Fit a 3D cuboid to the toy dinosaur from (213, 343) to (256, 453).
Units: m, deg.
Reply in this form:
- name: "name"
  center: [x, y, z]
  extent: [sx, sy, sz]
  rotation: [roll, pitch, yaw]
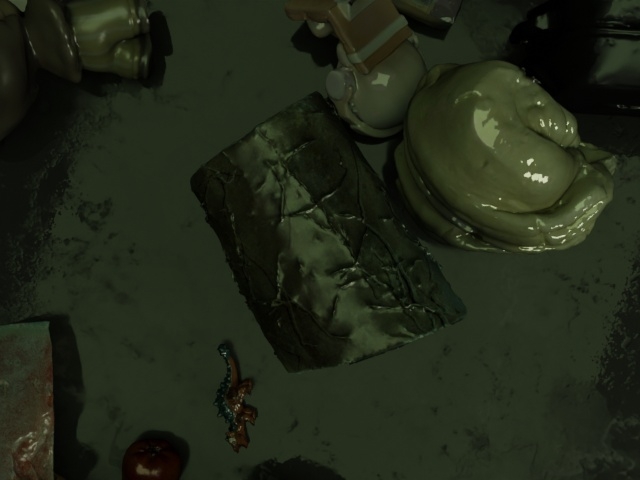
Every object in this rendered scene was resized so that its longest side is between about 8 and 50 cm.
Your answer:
- name: "toy dinosaur"
  center: [-0.118, 0.214, 1.465]
  extent: [0.055, 0.049, 0.154]
  rotation: [-9, 95, 4]

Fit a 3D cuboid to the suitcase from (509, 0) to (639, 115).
- name: "suitcase"
  center: [0.409, -0.228, 1.314]
  extent: [0.340, 0.345, 0.188]
  rotation: [3, 94, 0]

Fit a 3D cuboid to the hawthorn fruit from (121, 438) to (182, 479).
- name: "hawthorn fruit"
  center: [-0.231, 0.318, 1.457]
  extent: [0.081, 0.081, 0.093]
  rotation: [15, 119, 0]

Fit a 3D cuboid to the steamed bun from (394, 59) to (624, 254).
- name: "steamed bun"
  center: [0.213, -0.083, 1.342]
  extent: [0.320, 0.275, 0.206]
  rotation: [35, 86, -36]

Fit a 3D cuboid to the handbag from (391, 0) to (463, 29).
- name: "handbag"
  center: [0.116, -0.364, 1.441]
  extent: [0.173, 0.095, 0.117]
  rotation: [21, 90, -3]

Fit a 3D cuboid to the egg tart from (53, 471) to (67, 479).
- name: "egg tart"
  center: [-0.409, 0.392, 1.457]
  extent: [0.191, 0.074, 0.191]
  rotation: [0, 89, -2]

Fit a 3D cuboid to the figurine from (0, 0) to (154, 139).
- name: "figurine"
  center: [-0.406, -0.235, 1.398]
  extent: [0.381, 0.248, 0.203]
  rotation: [-15, 71, -11]

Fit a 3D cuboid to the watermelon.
- name: "watermelon"
  center: [-0.426, 0.262, 1.407]
  extent: [0.226, 0.148, 0.318]
  rotation: [29, 60, -1]

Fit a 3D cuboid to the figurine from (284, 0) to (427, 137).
- name: "figurine"
  center: [0.060, -0.236, 1.415]
  extent: [0.162, 0.141, 0.236]
  rotation: [-48, 121, -25]

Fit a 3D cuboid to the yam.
- name: "yam"
  center: [0.000, 0.000, 1.375]
  extent: [0.241, 0.241, 0.348]
  rotation: [-31, 87, 0]
